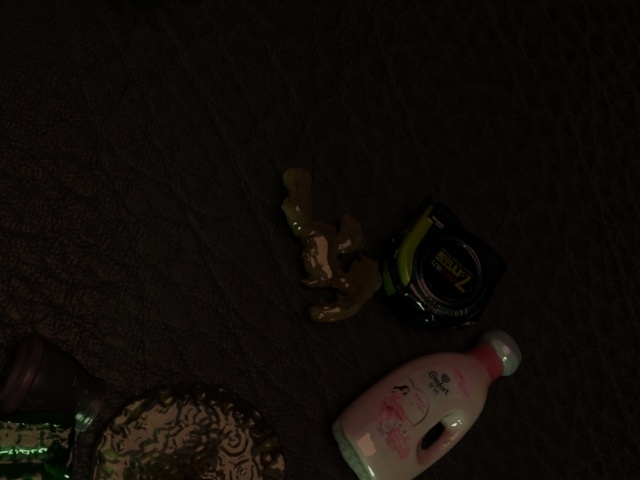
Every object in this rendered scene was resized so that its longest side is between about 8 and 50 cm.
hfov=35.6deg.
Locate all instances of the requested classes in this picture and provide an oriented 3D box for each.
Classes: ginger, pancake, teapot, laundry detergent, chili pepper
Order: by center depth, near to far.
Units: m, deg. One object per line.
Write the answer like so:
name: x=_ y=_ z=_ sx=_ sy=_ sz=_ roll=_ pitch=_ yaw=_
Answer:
chili pepper: x=-0.483 y=0.347 z=1.271 sx=0.384 sy=0.167 sz=0.213 roll=-18 pitch=102 yaw=-16
teapot: x=-0.373 y=0.219 z=1.372 sx=0.146 sy=0.116 sz=0.148 roll=28 pitch=67 yaw=-25
pancake: x=-0.187 y=0.348 z=1.463 sx=0.288 sy=0.033 sz=0.286 roll=-24 pitch=91 yaw=-23
laundry detergent: x=0.181 y=0.257 z=1.590 sx=0.335 sy=0.088 sz=0.159 roll=-31 pitch=97 yaw=-23
ginger: x=0.013 y=-0.001 z=1.591 sx=0.149 sy=0.065 sz=0.259 roll=-12 pitch=79 yaw=-35

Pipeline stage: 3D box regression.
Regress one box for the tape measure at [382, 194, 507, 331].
tape measure: x=0.185 y=0.053 z=1.619 sx=0.199 sy=0.112 sz=0.186 roll=41 pitch=62 yaw=-4

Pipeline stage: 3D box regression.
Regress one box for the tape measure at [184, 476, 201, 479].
tape measure: x=-0.136 y=0.478 z=1.372 sx=0.245 sy=0.149 sz=0.232 roll=28 pitch=88 yaw=-16
